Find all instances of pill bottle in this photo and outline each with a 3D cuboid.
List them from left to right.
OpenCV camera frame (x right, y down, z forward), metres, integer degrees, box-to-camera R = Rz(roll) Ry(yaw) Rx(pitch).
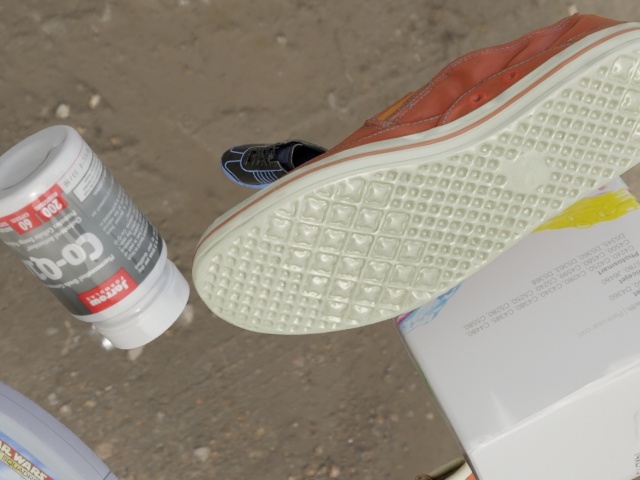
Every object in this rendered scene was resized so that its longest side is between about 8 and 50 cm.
[{"bbox_3d":[-0.304,0.003,1.305,0.283,0.161,0.161,55,45,-33],"label":"pill bottle"}]

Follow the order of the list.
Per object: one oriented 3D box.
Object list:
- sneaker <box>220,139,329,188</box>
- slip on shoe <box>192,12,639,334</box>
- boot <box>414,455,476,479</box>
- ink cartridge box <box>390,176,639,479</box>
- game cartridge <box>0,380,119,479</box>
[{"bbox_3d":[-0.069,-0.131,1.626,0.090,0.232,0.081,48,52,-61],"label":"sneaker"},{"bbox_3d":[0.070,-0.044,0.637,0.123,0.331,0.101,60,0,-33],"label":"slip on shoe"},{"bbox_3d":[0.092,0.253,0.900,0.085,0.158,0.059,52,17,-13],"label":"boot"},{"bbox_3d":[0.158,0.048,0.786,0.270,0.197,0.198,63,1,38],"label":"ink cartridge box"},{"bbox_3d":[-0.341,0.258,1.047,0.297,0.198,0.062,37,25,1],"label":"game cartridge"}]
